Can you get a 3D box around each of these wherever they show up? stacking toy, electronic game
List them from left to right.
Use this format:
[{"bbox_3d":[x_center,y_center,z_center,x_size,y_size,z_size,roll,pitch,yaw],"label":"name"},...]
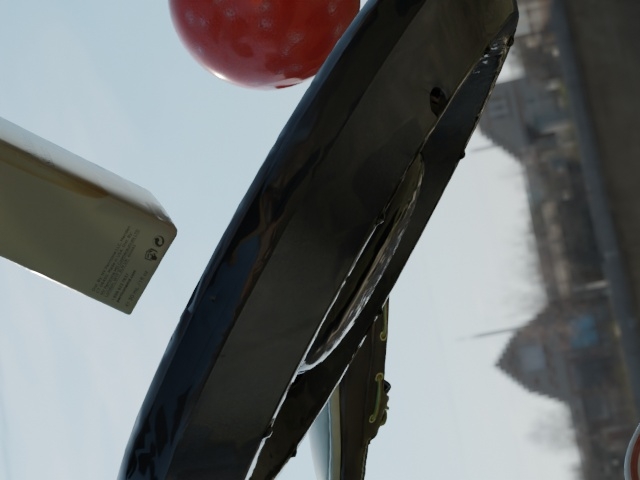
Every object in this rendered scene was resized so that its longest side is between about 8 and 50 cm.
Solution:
[{"bbox_3d":[0.000,0.000,0.480,0.229,0.048,0.229,-60,-7,-13],"label":"electronic game"},{"bbox_3d":[0.010,-0.198,0.758,0.141,0.141,0.330,69,-151,-43],"label":"stacking toy"}]

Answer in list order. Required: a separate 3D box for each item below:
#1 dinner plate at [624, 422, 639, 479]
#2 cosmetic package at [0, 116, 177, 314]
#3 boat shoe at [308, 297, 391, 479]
[{"bbox_3d":[0.225,0.100,0.771,0.017,0.141,0.141,53,-161,-20],"label":"dinner plate"},{"bbox_3d":[-0.118,-0.019,0.574,0.115,0.041,0.060,27,-172,-26],"label":"cosmetic package"},{"bbox_3d":[0.027,0.123,1.228,0.081,0.068,0.228,-129,34,-61],"label":"boat shoe"}]
